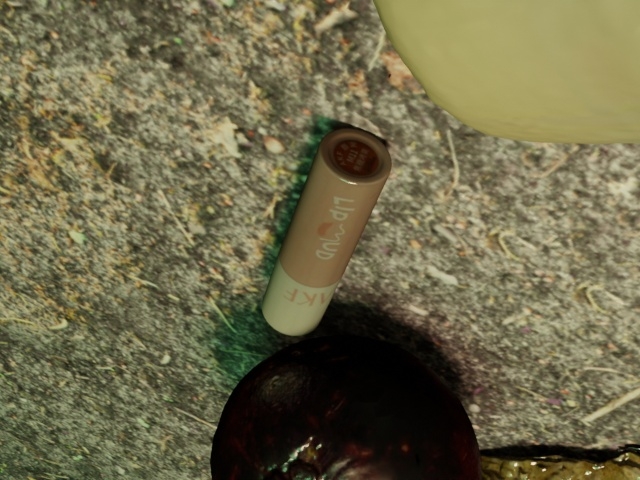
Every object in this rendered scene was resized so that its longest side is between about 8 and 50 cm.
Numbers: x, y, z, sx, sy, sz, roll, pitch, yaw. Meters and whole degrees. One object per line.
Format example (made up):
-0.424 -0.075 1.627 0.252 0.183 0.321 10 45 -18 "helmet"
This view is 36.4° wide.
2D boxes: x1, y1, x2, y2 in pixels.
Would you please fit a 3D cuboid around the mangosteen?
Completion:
0.036 0.240 1.075 0.297 0.293 0.297 18 120 34 "mangosteen"

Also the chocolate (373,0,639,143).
0.147 -0.206 0.500 0.297 0.314 0.326 3 137 27 "chocolate"

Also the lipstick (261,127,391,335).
0.000 0.000 0.966 0.070 0.070 0.254 23 140 0 "lipstick"

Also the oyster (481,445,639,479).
0.282 0.306 1.176 0.344 0.079 0.129 -6 140 26 "oyster"
